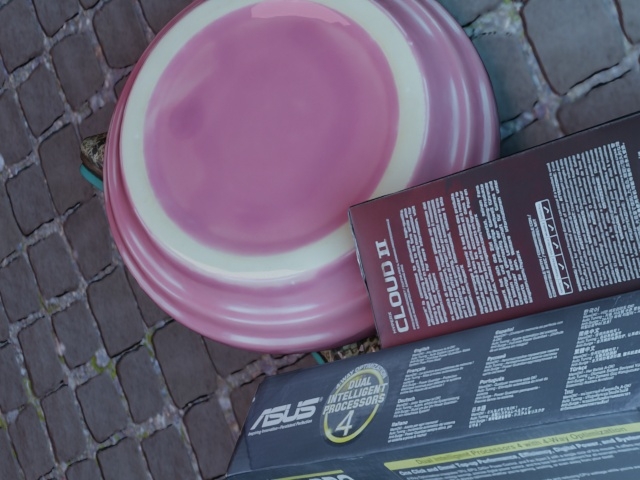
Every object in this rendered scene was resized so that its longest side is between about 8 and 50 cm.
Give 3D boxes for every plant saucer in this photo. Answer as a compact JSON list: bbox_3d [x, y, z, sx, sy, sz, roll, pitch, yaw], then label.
[{"bbox_3d":[-0.028,-0.078,1.154,0.332,0.084,0.332,-5,74,17],"label":"plant saucer"}]

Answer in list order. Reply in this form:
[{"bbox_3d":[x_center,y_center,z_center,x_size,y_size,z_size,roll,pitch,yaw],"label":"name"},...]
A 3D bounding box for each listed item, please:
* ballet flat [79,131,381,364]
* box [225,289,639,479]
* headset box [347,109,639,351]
[{"bbox_3d":[0.000,0.000,1.242,0.483,0.164,0.182,41,104,25],"label":"ballet flat"},{"bbox_3d":[0.175,0.180,0.984,0.395,0.318,0.097,-19,43,47],"label":"box"},{"bbox_3d":[0.180,-0.009,0.984,0.293,0.218,0.110,-17,85,45],"label":"headset box"}]
